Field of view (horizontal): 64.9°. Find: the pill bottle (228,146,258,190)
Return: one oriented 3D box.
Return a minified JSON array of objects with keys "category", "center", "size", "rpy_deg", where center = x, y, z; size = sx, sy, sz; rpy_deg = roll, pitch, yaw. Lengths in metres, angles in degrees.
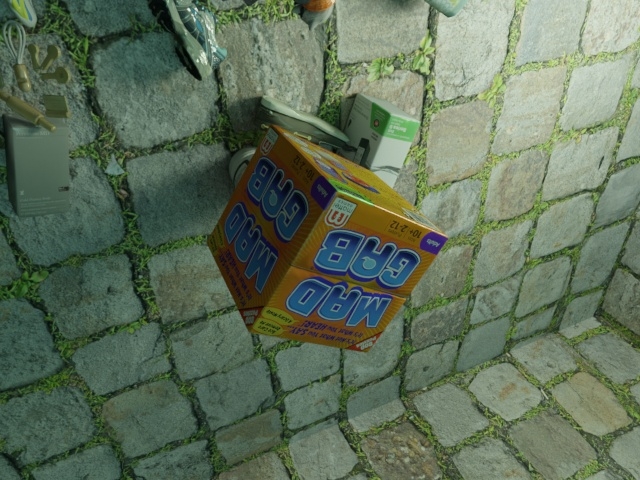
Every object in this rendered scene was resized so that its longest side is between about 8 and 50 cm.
[{"category":"pill bottle","center":[-0.159,-0.154,1.452],"size":[0.161,0.283,0.161],"rpy_deg":[-15,128,-20]}]

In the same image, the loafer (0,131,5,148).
[{"category":"loafer","center":[-0.817,-0.253,1.184],"size":[0.148,0.050,0.056],"rpy_deg":[25,108,-38]}]

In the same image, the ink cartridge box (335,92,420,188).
[{"category":"ink cartridge box","center":[0.160,-0.284,1.582],"size":[0.121,0.211,0.289],"rpy_deg":[4,119,-31]}]

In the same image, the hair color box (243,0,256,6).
[{"category":"hair color box","center":[-0.090,-0.723,1.142],"size":[0.347,0.105,0.174],"rpy_deg":[-31,135,20]}]

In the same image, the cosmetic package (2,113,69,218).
[{"category":"cosmetic package","center":[-0.700,-0.187,1.246],"size":[0.127,0.107,0.238],"rpy_deg":[-13,132,-39]}]

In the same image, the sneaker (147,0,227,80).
[{"category":"sneaker","center":[-0.325,-0.545,1.231],"size":[0.122,0.110,0.283],"rpy_deg":[-43,136,-20]}]

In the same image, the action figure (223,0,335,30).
[{"category":"action figure","center":[-0.076,-0.605,1.071],"size":[0.341,0.178,0.330],"rpy_deg":[-20,130,8]}]

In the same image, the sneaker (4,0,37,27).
[{"category":"sneaker","center":[-0.623,-0.572,1.041],"size":[0.126,0.091,0.240],"rpy_deg":[-33,144,-20]}]

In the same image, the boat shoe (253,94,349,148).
[{"category":"boat shoe","center":[-0.054,-0.333,1.506],"size":[0.305,0.109,0.091],"rpy_deg":[17,113,-29]}]

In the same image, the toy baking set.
[{"category":"toy baking set","center":[-0.655,-0.370,1.126],"size":[0.256,0.030,0.197],"rpy_deg":[30,114,3]}]

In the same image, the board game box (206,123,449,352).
[{"category":"board game box","center":[0.000,0.000,1.218],"size":[0.356,0.356,0.356],"rpy_deg":[18,112,-37]}]

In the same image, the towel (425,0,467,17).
[{"category":"towel","center":[0.338,-0.836,1.319],"size":[0.320,0.090,0.374],"rpy_deg":[19,110,-32]}]
